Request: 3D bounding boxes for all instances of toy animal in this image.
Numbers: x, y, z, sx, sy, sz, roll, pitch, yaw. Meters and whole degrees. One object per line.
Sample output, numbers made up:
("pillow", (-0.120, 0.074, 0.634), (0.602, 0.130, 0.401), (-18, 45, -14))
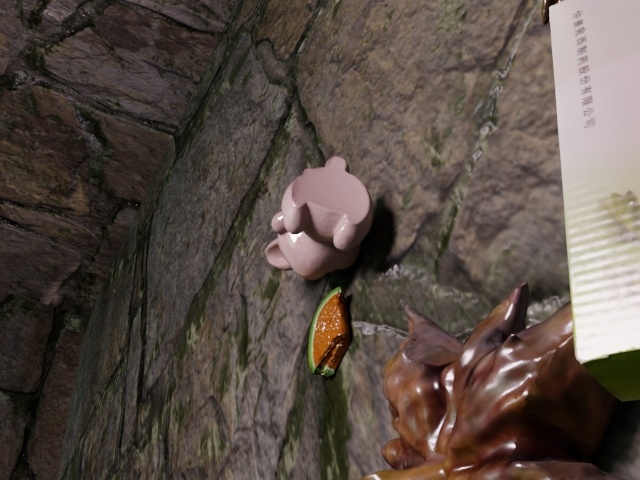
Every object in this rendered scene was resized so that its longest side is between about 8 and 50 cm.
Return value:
("toy animal", (0.000, 0.002, 0.864), (0.212, 0.124, 0.124), (107, 173, -58))

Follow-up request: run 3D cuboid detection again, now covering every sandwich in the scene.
("sandwich", (0.012, 0.110, 0.823), (0.069, 0.026, 0.101), (-42, 36, 40))

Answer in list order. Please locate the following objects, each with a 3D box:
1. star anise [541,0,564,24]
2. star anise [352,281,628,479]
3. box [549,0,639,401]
("star anise", (0.251, -0.303, 0.576), (0.288, 0.088, 0.288), (-53, 26, 39))
("star anise", (0.088, 0.164, 0.475), (0.350, 0.109, 0.292), (-19, 44, 62))
("box", (0.220, -0.058, 0.368), (0.175, 0.062, 0.260), (-19, 48, 36))
